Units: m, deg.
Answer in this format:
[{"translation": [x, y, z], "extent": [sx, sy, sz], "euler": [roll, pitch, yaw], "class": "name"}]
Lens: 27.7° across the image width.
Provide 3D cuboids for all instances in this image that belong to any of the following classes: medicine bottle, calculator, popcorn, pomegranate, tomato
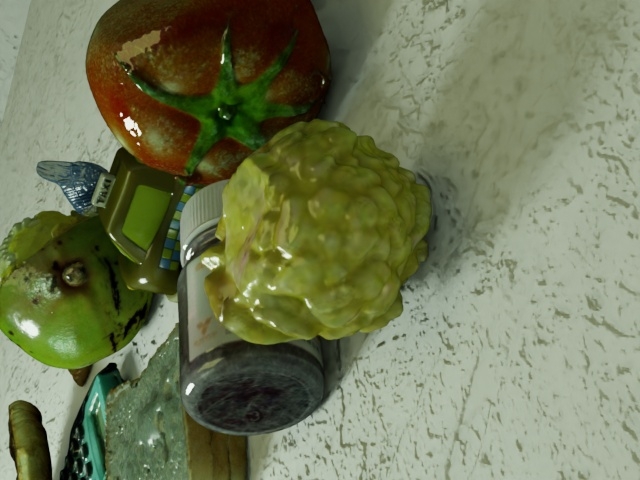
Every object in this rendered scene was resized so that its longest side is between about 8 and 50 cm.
[{"translation": [-0.085, 0.073, 1.508], "extent": [0.165, 0.165, 0.273], "euler": [-51, 34, 42], "class": "medicine bottle"}, {"translation": [-0.357, 0.366, 2.044], "extent": [0.274, 0.058, 0.248], "euler": [-67, 25, 20], "class": "calculator"}, {"translation": [0.000, 0.000, 1.315], "extent": [0.259, 0.212, 0.259], "euler": [-171, 90, -69], "class": "popcorn"}, {"translation": [-0.388, 0.082, 2.077], "extent": [0.341, 0.260, 0.261], "euler": [78, -161, -74], "class": "pomegranate"}, {"translation": [-0.134, -0.225, 1.622], "extent": [0.303, 0.303, 0.239], "euler": [-58, 35, 32], "class": "tomato"}]

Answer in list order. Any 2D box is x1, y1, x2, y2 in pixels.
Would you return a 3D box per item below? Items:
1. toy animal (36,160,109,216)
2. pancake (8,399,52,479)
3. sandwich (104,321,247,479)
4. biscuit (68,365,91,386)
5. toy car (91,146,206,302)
[{"translation": [-0.375, -0.046, 2.197], "extent": [0.255, 0.239, 0.176], "euler": [-23, 10, 11], "class": "toy animal"}, {"translation": [-0.460, 0.459, 2.137], "extent": [0.427, 0.066, 0.305], "euler": [-125, 29, -58], "class": "pancake"}, {"translation": [-0.198, 0.273, 1.713], "extent": [0.301, 0.099, 0.271], "euler": [-44, 40, 47], "class": "sandwich"}, {"translation": [-0.438, 0.150, 2.362], "extent": [0.176, 0.031, 0.228], "euler": [-66, 27, 16], "class": "biscuit"}, {"translation": [-0.223, -0.043, 1.818], "extent": [0.248, 0.198, 0.204], "euler": [-68, 27, 17], "class": "toy car"}]
